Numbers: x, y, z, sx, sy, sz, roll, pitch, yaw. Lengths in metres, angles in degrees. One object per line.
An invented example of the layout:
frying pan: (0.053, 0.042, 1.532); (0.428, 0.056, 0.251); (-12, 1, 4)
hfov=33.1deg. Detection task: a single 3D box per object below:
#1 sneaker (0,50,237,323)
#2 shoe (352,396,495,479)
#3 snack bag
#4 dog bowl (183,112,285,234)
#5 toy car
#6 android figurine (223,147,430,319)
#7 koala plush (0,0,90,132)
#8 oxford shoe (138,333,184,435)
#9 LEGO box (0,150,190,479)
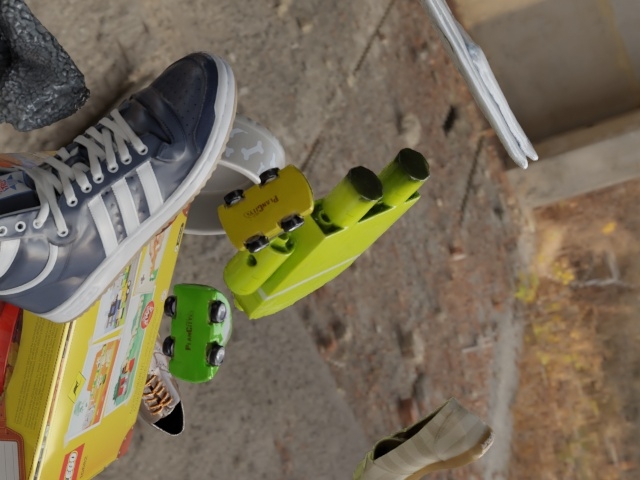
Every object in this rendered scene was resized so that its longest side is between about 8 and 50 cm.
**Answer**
sneaker: (-0.197, -0.057, 0.887); (0.153, 0.282, 0.099); (26, 17, -50)
shoe: (0.093, 0.213, 1.110); (0.058, 0.219, 0.076); (46, 50, -5)
snack bag: (0.147, -0.287, 1.332); (0.342, 0.037, 0.323); (54, 12, -30)
dog bowl: (-0.243, -0.124, 2.077); (0.349, 0.349, 0.102); (41, 44, -48)
toy car: (-0.116, 0.026, 1.064); (0.053, 0.239, 0.224); (-11, 107, -67)
android figurine: (0.000, 0.000, 1.173); (0.248, 0.273, 0.056); (-25, 76, -44)
koala plush: (-0.357, -0.135, 0.912); (0.221, 0.196, 0.203); (-45, 116, -19)
oxford shoe: (-0.334, 0.273, 2.121); (0.132, 0.130, 0.363); (47, -14, 29)
LEGO box: (-0.397, 0.127, 1.655); (0.372, 0.193, 0.500); (-22, 129, -75)
